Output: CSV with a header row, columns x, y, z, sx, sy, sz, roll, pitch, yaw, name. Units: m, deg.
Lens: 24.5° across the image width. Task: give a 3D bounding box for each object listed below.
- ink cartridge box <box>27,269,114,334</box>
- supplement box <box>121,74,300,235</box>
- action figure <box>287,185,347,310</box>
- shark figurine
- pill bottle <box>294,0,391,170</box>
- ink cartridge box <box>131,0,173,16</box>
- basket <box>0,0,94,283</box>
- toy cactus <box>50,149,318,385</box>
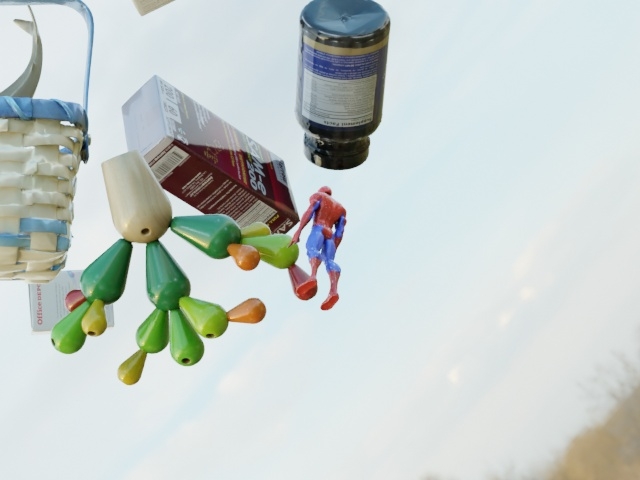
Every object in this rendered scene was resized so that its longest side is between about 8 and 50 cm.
x,y,z,sx,sy,sz,roll,pitch,yaw,name
-0.370,0.091,2.180,0.122,0.089,0.052,-2,-10,-15,ink cartridge box
-0.141,-0.098,1.910,0.073,0.130,0.239,-39,-49,22,supplement box
0.000,0.000,1.090,0.030,0.038,0.115,-41,28,37,action figure
-0.506,-0.235,2.338,0.278,0.166,0.116,-49,-6,-1,shark figurine
0.027,-0.209,1.986,0.123,0.123,0.219,-37,-37,-40,pill bottle
-0.176,-0.354,1.698,0.145,0.045,0.179,-27,-36,-4,ink cartridge box
-0.345,-0.106,1.413,0.254,0.289,0.201,2,-10,-15,basket
-0.126,0.014,1.212,0.219,0.180,0.112,-20,1,14,toy cactus
